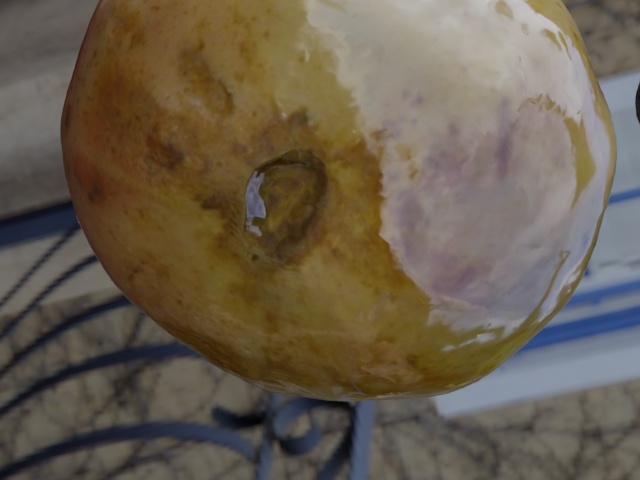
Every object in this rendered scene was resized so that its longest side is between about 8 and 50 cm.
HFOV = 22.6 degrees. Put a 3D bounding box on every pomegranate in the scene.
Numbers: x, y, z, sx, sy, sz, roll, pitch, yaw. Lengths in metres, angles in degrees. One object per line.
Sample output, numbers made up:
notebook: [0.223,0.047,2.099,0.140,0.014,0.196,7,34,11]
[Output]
pomegranate: [0.015,-0.068,0.999,0.338,0.338,0.338,-14,90,-73]

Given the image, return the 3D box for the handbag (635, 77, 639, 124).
handbag: [0.489,-0.163,1.778,0.181,0.254,0.181,-62,179,-22]
